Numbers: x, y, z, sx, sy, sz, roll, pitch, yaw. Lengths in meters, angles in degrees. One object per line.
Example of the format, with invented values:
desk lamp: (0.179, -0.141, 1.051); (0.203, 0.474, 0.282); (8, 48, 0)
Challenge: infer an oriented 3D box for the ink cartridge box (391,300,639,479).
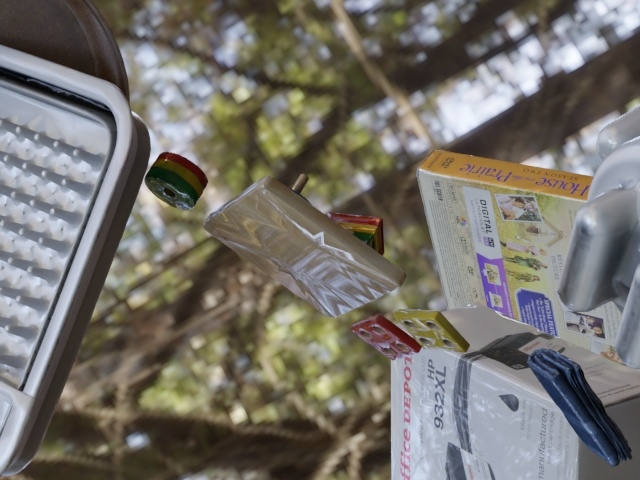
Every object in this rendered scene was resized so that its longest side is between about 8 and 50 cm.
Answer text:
ink cartridge box: (0.209, 0.219, 1.917); (0.129, 0.307, 0.223); (-12, -69, -32)

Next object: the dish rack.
dish rack: (-0.269, 0.015, 1.477); (0.072, 0.285, 0.332); (20, -89, -50)

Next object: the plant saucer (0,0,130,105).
plant saucer: (-0.316, -0.130, 1.552); (0.310, 0.311, 0.050); (45, -160, -26)

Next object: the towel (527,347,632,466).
towel: (0.234, 0.148, 1.654); (0.119, 0.029, 0.067); (53, 172, -26)

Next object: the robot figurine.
robot figurine: (0.364, -0.025, 1.524); (0.353, 0.199, 0.300); (-24, -123, -26)

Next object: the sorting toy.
sorting toy: (0.000, 0.000, 1.432); (0.274, 0.132, 0.046); (36, -114, -12)

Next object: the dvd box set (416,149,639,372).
dvd box set: (0.348, 0.040, 2.505); (0.062, 0.420, 0.307); (-50, -43, -37)
